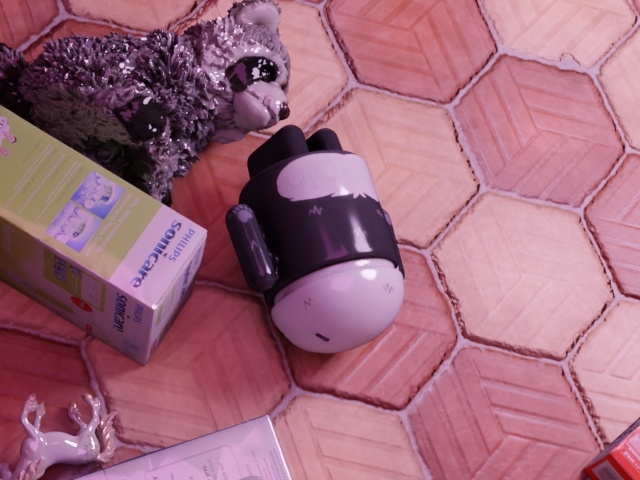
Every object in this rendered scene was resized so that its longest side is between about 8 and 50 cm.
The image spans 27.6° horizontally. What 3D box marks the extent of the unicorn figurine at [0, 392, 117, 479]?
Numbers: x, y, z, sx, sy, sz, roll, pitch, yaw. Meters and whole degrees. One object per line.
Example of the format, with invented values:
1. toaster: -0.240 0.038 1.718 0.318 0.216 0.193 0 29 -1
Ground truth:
1. unicorn figurine: -0.311 0.233 1.491 0.162 0.060 0.111 -3 67 -12

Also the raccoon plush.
1. raccoon plush: -0.246 -0.242 1.640 0.446 0.216 0.299 36 58 6

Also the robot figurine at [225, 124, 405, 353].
1. robot figurine: -0.003 0.001 1.592 0.209 0.173 0.278 -16 71 -5

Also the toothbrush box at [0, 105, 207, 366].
1. toothbrush box: -0.288 -0.001 1.516 0.283 0.206 0.122 30 65 2

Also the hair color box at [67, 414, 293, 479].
1. hair color box: -0.195 0.335 1.445 0.347 0.105 0.174 -16 71 -17

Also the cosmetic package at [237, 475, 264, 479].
1. cosmetic package: -0.105 0.480 1.216 0.327 0.329 0.393 -19 95 -17

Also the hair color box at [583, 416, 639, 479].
1. hair color box: 0.411 0.240 1.609 0.167 0.093 0.053 -35 78 -23
